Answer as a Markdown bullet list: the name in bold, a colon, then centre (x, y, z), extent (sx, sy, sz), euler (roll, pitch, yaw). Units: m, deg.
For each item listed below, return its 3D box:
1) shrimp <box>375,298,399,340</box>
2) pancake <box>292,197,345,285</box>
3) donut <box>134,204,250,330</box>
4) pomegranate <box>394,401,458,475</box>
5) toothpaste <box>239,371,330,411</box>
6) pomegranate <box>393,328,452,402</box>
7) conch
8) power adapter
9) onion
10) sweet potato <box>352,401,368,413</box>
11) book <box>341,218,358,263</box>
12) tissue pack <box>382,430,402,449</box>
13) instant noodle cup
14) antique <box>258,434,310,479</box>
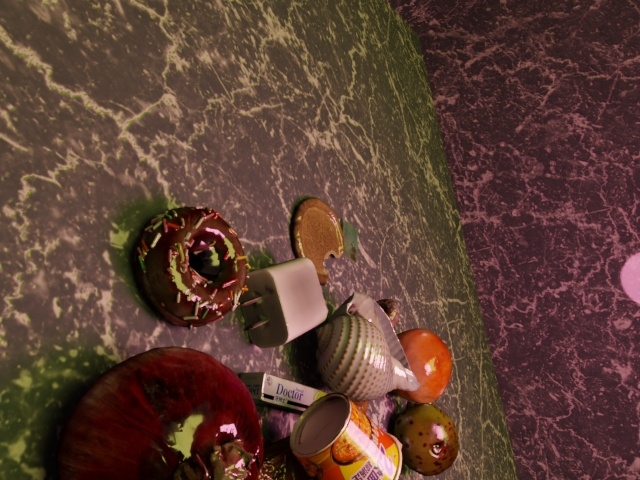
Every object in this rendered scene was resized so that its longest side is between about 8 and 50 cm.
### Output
- **shrimp**: centre (0.169, 0.324, 1.509), extent (0.343, 0.145, 0.116), euler (-60, 142, -38)
- **pancake**: centre (0.000, 0.000, 1.474), extent (0.288, 0.033, 0.286), euler (13, 65, -56)
- **donut**: centre (-0.255, 0.050, 0.976), extent (0.269, 0.103, 0.270), euler (27, 56, -49)
- **pomegranate**: centre (0.370, 0.679, 1.622), extent (0.286, 0.230, 0.231), euler (23, 57, -70)
- **toothpaste**: centre (-0.064, 0.391, 1.157), extent (0.336, 0.081, 0.067), euler (36, 51, -46)
- **pomegranate**: centre (0.323, 0.435, 1.628), extent (0.270, 0.229, 0.252), euler (-1, 85, -49)
- **conch**: centre (0.111, 0.315, 1.299), extent (0.319, 0.215, 0.303), euler (53, 24, -26)
- **power adapter**: centre (-0.109, 0.155, 1.147), extent (0.255, 0.124, 0.187), euler (-16, 89, -58)
- **onion**: centre (-0.220, 0.344, 0.737), extent (0.347, 0.285, 0.348), euler (14, 71, -45)
- **sweet potato**: centre (0.064, 0.521, 1.303), extent (0.341, 0.092, 0.114), euler (-50, 143, -53)
- **book**: centre (0.103, 0.004, 1.652), extent (0.103, 0.017, 0.135), euler (36, 49, -46)
- **tissue pack**: centre (0.133, 0.657, 1.296), extent (0.222, 0.090, 0.186), euler (-7, 118, -58)
- **instant noodle cup**: centre (0.044, 0.454, 1.023), extent (0.174, 0.213, 0.213), euler (53, 36, -15)
- **antique**: centre (-0.087, 0.509, 1.058), extent (0.310, 0.093, 0.087), euler (10, 69, -56)
